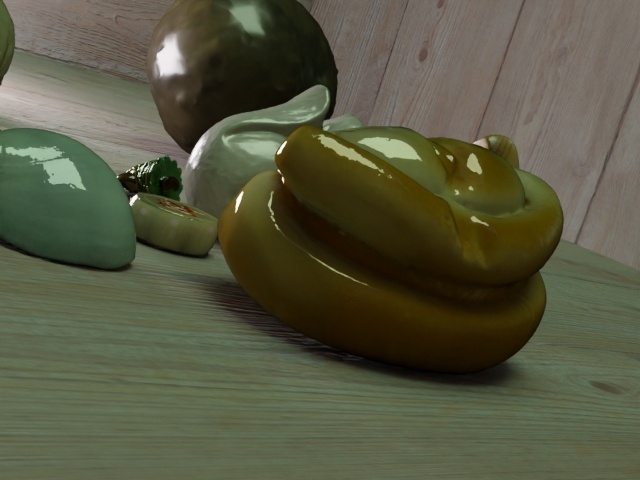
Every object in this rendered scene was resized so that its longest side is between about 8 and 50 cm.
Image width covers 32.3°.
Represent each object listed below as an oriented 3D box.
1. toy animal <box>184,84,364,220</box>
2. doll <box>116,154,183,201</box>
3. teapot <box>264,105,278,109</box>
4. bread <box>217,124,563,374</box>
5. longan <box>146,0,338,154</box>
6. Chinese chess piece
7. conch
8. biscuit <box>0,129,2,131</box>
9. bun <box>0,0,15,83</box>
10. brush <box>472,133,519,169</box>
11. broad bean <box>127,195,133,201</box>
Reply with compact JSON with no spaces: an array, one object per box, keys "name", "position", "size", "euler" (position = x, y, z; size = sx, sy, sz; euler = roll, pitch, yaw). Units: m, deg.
[{"name":"toy animal","position":[-0.063,-0.092,1.589],"size":[0.265,0.271,0.206],"euler":[1,-11,-20]},{"name":"doll","position":[-0.263,-0.100,1.670],"size":[0.113,0.076,0.078],"euler":[23,19,31]},{"name":"teapot","position":[-0.057,-0.170,2.003],"size":[0.311,0.167,0.203],"euler":[0,-30,18]},{"name":"bread","position":[0.091,-0.009,1.284],"size":[0.424,0.245,0.329],"euler":[7,14,-38]},{"name":"longan","position":[-0.176,-0.353,2.347],"size":[0.404,0.404,0.436],"euler":[25,10,36]},{"name":"Chinese chess piece","position":[-0.191,-0.021,1.416],"size":[0.122,0.051,0.122],"euler":[18,8,-3]},{"name":"conch","position":[-0.298,-0.045,1.210],"size":[0.221,0.121,0.185],"euler":[23,38,0]},{"name":"biscuit","position":[-0.410,-0.113,1.584],"size":[0.249,0.035,0.184],"euler":[19,10,0]},{"name":"bun","position":[-0.567,-0.231,1.399],"size":[0.365,0.219,0.365],"euler":[2,19,-1]},{"name":"brush","position":[0.262,-0.033,1.715],"size":[0.166,0.266,0.174],"euler":[7,25,-35]},{"name":"broad bean","position":[-0.373,-0.084,1.460],"size":[0.298,0.043,0.060],"euler":[14,19,-32]}]
